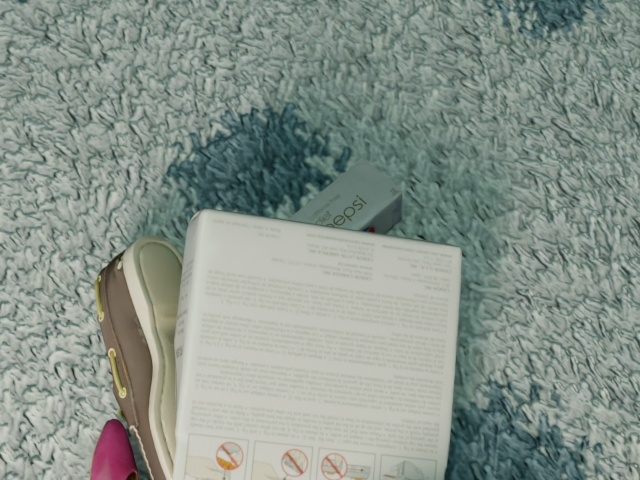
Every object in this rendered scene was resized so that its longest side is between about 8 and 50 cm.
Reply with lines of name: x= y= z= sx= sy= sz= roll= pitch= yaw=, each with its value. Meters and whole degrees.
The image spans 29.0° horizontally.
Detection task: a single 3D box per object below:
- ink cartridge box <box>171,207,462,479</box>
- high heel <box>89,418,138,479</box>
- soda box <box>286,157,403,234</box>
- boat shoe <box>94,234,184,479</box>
ink cartridge box: x=-0.010 y=0.175 z=1.367 sx=0.308 sy=0.091 sz=0.385 roll=9 pitch=78 yaw=-14
high heel: x=-0.184 y=0.309 z=1.330 sx=0.117 sy=0.082 sz=0.244 roll=-8 pitch=67 yaw=10
soda box: x=0.000 y=0.000 z=1.498 sx=0.216 sy=0.069 sz=0.074 roll=-40 pitch=67 yaw=-17
boat shoe: x=-0.184 y=0.159 z=1.408 sx=0.096 sy=0.116 sz=0.324 roll=-29 pitch=68 yaw=35
